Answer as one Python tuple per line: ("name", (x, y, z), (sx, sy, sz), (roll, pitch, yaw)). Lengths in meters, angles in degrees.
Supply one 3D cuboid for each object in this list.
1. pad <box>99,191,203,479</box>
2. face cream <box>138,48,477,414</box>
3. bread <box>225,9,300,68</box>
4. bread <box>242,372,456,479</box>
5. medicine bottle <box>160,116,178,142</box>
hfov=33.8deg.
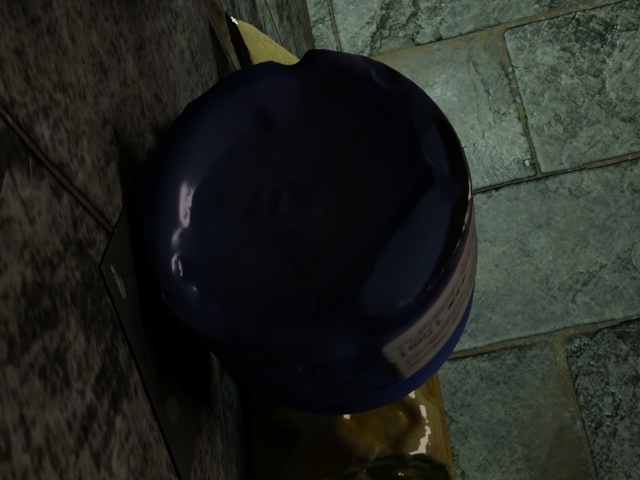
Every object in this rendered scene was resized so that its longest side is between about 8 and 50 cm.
("pad", (-0.118, 0.072, 0.765), (0.127, 0.004, 0.190), (-92, 168, -64))
("face cream", (0.000, 0.000, 0.834), (0.225, 0.248, 0.249), (69, 10, -69))
("bread", (-0.029, -0.054, 1.453), (0.404, 0.242, 0.346), (19, 44, -48))
("bread", (0.020, 0.147, 1.034), (0.239, 0.195, 0.252), (64, 11, -50))
("medicine bottle", (-0.108, -0.086, 0.936), (0.199, 0.057, 0.058), (-69, 146, -79))
